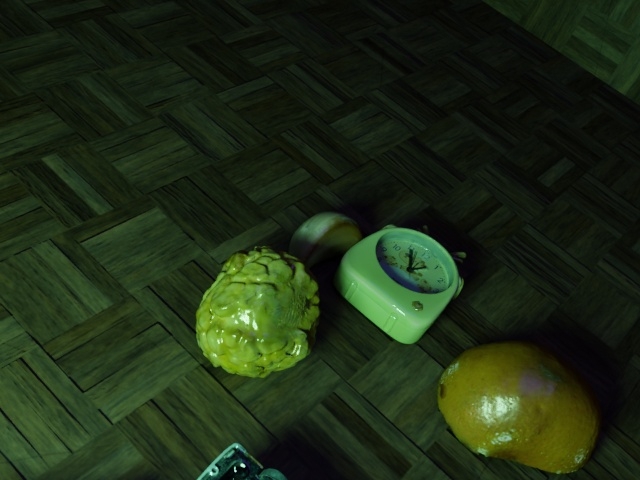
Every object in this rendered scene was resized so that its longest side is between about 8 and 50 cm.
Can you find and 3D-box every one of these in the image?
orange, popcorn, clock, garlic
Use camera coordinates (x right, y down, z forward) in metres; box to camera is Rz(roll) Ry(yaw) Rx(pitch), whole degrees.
[{"bbox_3d":[0.396,0.323,1.508,0.310,0.274,0.274,-2,40,18],"label":"orange"},{"bbox_3d":[-0.104,0.135,1.392,0.250,0.190,0.250,1,88,-24],"label":"popcorn"},{"bbox_3d":[0.196,0.072,1.663,0.235,0.096,0.308,39,45,18],"label":"clock"},{"bbox_3d":[-0.006,0.001,1.648,0.115,0.128,0.207,27,44,37],"label":"garlic"}]

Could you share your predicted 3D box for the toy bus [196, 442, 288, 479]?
[{"bbox_3d":[-0.079,0.452,1.117,0.275,0.167,0.138,39,45,9],"label":"toy bus"}]
